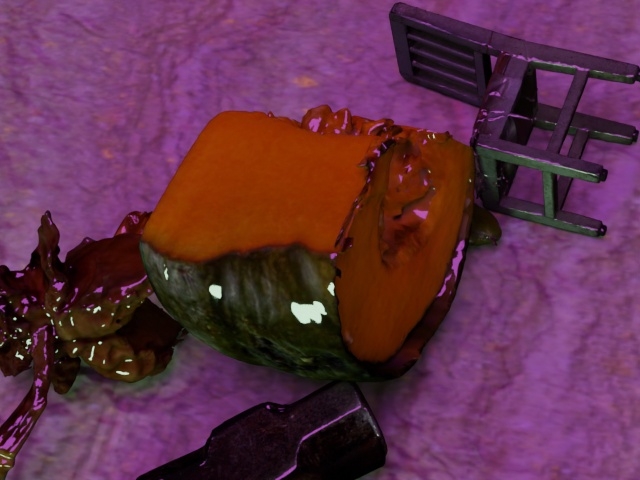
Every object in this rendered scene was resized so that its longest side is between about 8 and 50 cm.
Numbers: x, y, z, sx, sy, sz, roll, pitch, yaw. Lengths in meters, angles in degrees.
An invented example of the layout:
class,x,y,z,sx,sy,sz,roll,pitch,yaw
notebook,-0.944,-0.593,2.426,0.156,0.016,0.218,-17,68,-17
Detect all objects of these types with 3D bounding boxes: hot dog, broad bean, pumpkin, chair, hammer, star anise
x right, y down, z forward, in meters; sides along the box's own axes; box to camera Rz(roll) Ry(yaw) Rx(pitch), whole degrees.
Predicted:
class,x,y,z,sx,sy,sz,roll,pitch,yaw
hot dog,-0.203,0.020,1.754,0.049,0.037,0.122,11,62,28
broad bean,0.071,-0.049,1.727,0.256,0.052,0.052,19,58,19
pumpkin,0.000,0.000,1.569,0.225,0.303,0.256,16,95,31
chair,0.179,-0.121,1.696,0.271,0.136,0.147,17,66,16
hammer,0.007,0.327,1.505,0.242,0.095,0.408,-27,55,-6
star anise,-0.257,0.114,1.644,0.346,0.237,0.148,-56,38,5
